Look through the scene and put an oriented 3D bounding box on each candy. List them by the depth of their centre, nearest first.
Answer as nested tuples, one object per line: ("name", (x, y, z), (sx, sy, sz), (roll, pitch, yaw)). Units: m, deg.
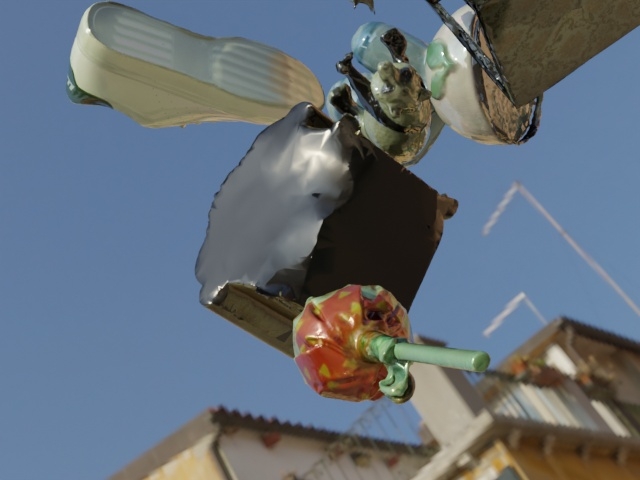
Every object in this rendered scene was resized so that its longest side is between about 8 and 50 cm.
("candy", (0.047, 0.063, 0.671), (0.084, 0.078, 0.287), (-19, 1, -14))

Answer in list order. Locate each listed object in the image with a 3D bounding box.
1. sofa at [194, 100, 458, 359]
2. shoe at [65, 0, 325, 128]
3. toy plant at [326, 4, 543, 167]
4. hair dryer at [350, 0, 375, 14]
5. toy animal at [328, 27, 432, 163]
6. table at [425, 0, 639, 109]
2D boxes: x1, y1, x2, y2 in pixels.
("sofa", (0.000, 0.000, 1.292), (0.200, 0.182, 0.258), (33, -106, -32))
("shoe", (-0.179, -0.205, 1.600), (0.363, 0.132, 0.160), (13, -39, -26))
("toy plant", (0.157, -0.242, 1.814), (0.332, 0.247, 0.247), (-6, -26, 33))
("hair dryer", (-0.023, -0.359, 1.001), (0.107, 0.357, 0.173), (-21, 1, 33))
("toy animal", (0.078, -0.159, 1.328), (0.094, 0.121, 0.225), (-31, -13, -12))
("table", (0.299, -0.406, 1.494), (0.335, 0.272, 0.222), (-35, -35, 3))
